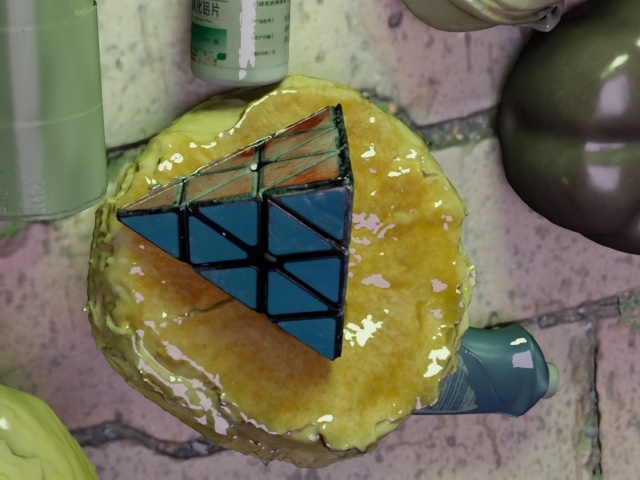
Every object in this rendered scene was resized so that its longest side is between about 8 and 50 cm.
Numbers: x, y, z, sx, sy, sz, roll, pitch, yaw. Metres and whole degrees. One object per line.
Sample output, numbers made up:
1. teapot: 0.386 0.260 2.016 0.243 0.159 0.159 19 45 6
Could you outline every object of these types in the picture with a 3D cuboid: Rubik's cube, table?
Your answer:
1. Rubik's cube: 0.000 0.000 1.258 0.190 0.211 0.178 -45 123 -46
2. table: -0.232 -0.137 1.233 0.126 0.126 0.219 -6 111 -15

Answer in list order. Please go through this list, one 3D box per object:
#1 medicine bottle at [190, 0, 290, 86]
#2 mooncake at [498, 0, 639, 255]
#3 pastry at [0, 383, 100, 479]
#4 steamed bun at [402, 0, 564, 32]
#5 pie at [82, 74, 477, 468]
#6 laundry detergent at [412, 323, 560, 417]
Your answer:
1. medicine bottle: -0.064 -0.194 1.290 0.080 0.080 0.130 -4 110 -16
2. mooncake: 0.284 -0.102 1.407 0.245 0.133 0.244 -8 110 -22
3. pastry: -0.324 0.285 1.212 0.389 0.388 0.312 -22 75 -9
4. steamed bun: 0.166 -0.266 1.299 0.218 0.144 0.211 -13 113 -11
5. pie: -0.022 0.022 1.315 0.340 0.083 0.339 4 78 -19
6. laundry detergent: 0.131 0.118 1.472 0.206 0.061 0.096 8 104 -20
